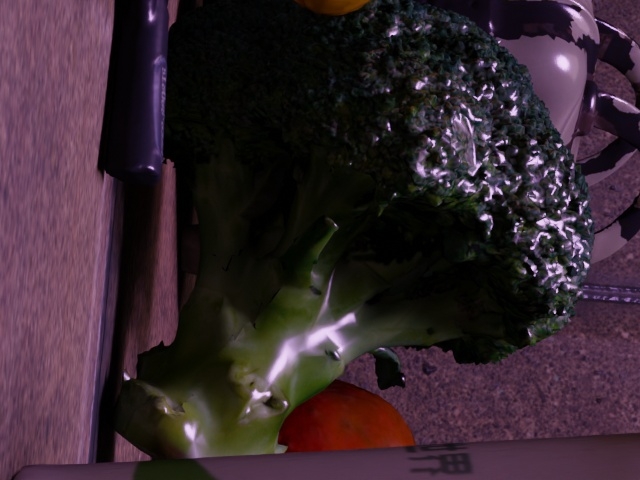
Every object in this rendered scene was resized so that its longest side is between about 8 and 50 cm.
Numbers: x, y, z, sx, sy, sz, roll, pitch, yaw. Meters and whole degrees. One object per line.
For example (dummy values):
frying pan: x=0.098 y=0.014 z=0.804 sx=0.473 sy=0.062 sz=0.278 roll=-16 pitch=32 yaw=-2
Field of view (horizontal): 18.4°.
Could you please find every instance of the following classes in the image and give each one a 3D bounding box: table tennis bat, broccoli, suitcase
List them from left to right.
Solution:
table tennis bat: x=-0.083 y=-0.141 z=0.950 sx=0.150 sy=0.027 sz=0.236 roll=94 pitch=-1 yaw=-74
broccoli: x=0.000 y=0.000 z=1.075 sx=0.297 sy=0.297 sz=0.297 roll=-54 pitch=175 yaw=-8
suitcase: x=0.073 y=-0.070 z=1.382 sx=0.351 sy=0.339 sz=0.194 roll=95 pitch=-1 yaw=-50

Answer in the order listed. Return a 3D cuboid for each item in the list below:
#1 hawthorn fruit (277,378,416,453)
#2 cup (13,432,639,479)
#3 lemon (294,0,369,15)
hawthorn fruit: x=-0.018 y=0.184 z=1.378 sx=0.215 sy=0.215 sz=0.250 roll=92 pitch=4 yaw=-78
cup: x=0.014 y=0.181 z=0.737 sx=0.253 sy=0.274 sz=0.253 roll=-176 pitch=-90 yaw=-89
lemon: x=0.034 y=-0.239 z=0.810 sx=0.260 sy=0.260 sz=0.284 roll=93 pitch=0 yaw=-69
